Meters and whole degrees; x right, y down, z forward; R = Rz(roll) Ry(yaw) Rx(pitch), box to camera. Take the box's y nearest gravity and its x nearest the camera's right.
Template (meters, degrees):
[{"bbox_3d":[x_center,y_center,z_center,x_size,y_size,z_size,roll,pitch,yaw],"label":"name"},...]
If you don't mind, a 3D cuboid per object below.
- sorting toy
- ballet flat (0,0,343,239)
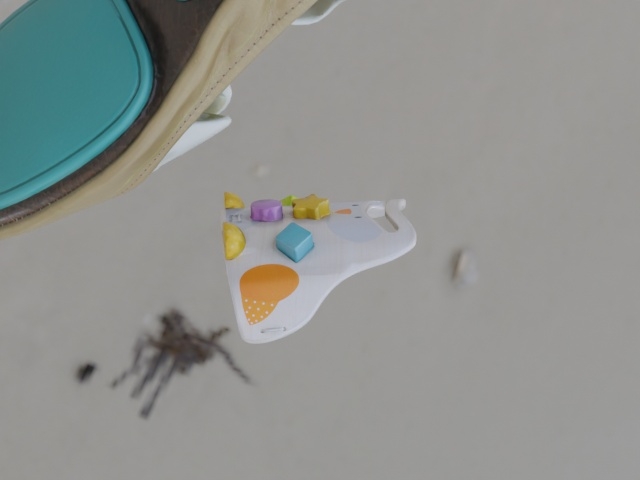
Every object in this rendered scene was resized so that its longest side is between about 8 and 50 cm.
[{"bbox_3d":[0.000,0.000,0.679,0.075,0.083,0.045,-12,109,0],"label":"sorting toy"},{"bbox_3d":[-0.037,-0.068,0.537,0.232,0.080,0.073,-39,145,29],"label":"ballet flat"}]
